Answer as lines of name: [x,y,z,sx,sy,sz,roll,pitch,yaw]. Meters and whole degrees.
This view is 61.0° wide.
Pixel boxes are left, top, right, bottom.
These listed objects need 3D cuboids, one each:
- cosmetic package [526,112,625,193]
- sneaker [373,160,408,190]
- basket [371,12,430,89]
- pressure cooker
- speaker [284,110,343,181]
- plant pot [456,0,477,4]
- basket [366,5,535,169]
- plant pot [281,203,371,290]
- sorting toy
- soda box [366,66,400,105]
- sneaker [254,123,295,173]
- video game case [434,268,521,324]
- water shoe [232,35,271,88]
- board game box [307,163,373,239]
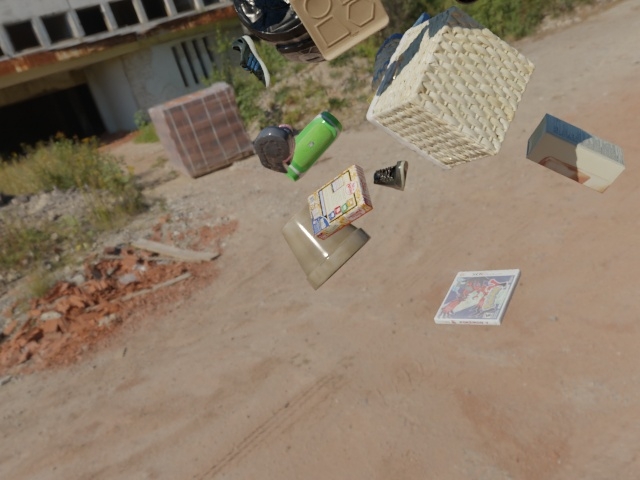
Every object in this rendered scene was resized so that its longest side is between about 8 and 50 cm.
cosmetic package: [0.892,-0.307,1.909,0.296,0.129,0.153,27,44,3]
sneaker: [0.246,-0.229,1.927,0.118,0.083,0.222,9,-11,8]
basket: [0.327,-0.725,2.151,0.201,0.289,0.255,20,-15,-11]
pressure cooker: [-0.047,-0.803,1.826,0.375,0.370,0.420,-51,-15,16]
speaker: [-0.044,-0.384,2.219,0.296,0.131,0.131,-48,24,-4]
plant pot: [0.385,-0.784,1.591,0.167,0.167,0.165,-25,33,-18]
basket: [0.367,-0.429,1.557,0.328,0.331,0.266,-65,17,-9]
plant pot: [0.000,0.000,2.234,0.323,0.280,0.323,-44,-3,-3]
sorting toy: [0.045,-0.581,1.347,0.193,0.208,0.038,-29,39,14]
soda box: [0.240,-0.492,1.757,0.181,0.061,0.058,-41,-15,24]
sneaker: [-0.126,-0.301,1.609,0.112,0.131,0.319,18,-8,-3]
video game case: [0.424,0.150,1.463,0.183,0.023,0.201,-6,34,42]
water shoe: [-0.244,-0.617,1.912,0.080,0.203,0.073,-27,-3,-11]
board game box: [0.053,-0.110,1.579,0.193,0.045,0.146,-32,53,32]
